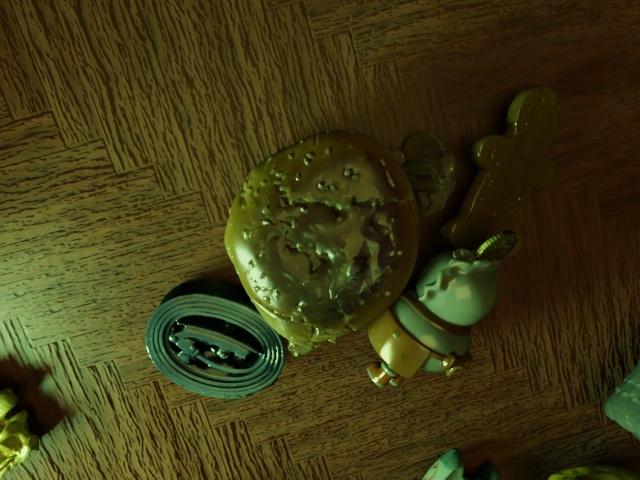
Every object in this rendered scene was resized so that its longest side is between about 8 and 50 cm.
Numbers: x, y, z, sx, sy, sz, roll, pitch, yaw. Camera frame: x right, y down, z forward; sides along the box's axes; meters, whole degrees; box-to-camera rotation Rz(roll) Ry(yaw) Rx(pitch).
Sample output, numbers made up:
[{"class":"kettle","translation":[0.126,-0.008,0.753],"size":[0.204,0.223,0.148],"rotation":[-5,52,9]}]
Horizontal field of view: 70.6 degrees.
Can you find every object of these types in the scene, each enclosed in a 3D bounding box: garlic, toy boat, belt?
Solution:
[{"class":"garlic","translation":[0.144,-0.088,0.603],"size":[0.074,0.094,0.112],"rotation":[-13,104,-35]},{"class":"toy boat","translation":[0.199,0.435,0.723],"size":[0.134,0.079,0.207],"rotation":[26,87,-17]},{"class":"belt","translation":[-0.136,0.135,0.622],"size":[0.191,0.082,0.141],"rotation":[22,100,-10]}]

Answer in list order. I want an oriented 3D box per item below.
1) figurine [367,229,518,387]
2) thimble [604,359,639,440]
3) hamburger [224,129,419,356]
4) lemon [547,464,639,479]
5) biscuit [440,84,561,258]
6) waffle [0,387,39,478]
[{"class":"figurine","translation":[0.159,0.098,0.591],"size":[0.143,0.143,0.271],"rotation":[39,124,-10]},{"class":"thimble","translation":[0.552,0.255,0.637],"size":[0.236,0.205,0.172],"rotation":[38,95,-10]},{"class":"hamburger","translation":[0.000,0.000,0.582],"size":[0.243,0.146,0.285],"rotation":[18,100,-1]},{"class":"lemon","translation":[0.438,0.462,0.645],"size":[0.254,0.253,0.310],"rotation":[-34,101,3]},{"class":"biscuit","translation":[0.254,-0.090,0.615],"size":[0.158,0.035,0.240],"rotation":[16,99,-32]},{"class":"waffle","translation":[-0.552,0.300,0.635],"size":[0.310,0.065,0.282],"rotation":[5,99,-2]}]
